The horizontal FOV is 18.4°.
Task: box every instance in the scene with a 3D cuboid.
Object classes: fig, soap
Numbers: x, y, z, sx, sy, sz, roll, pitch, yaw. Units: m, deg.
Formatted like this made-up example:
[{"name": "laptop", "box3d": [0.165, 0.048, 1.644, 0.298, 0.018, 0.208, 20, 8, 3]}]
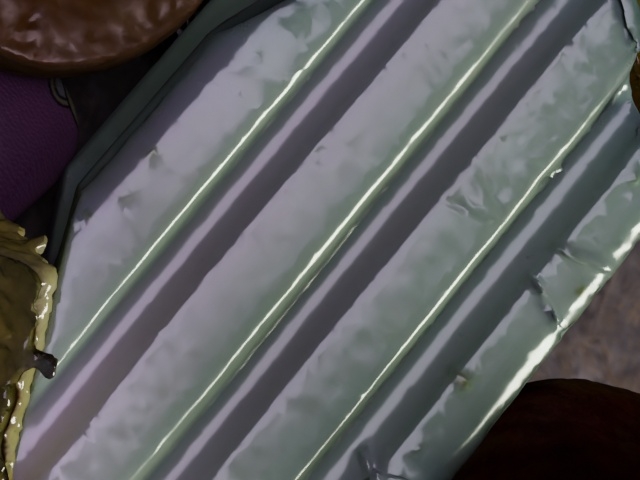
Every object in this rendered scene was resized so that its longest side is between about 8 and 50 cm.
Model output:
[{"name": "fig", "box3d": [0.160, 0.194, 1.142, 0.214, 0.235, 0.235, -40, 99, 17]}, {"name": "soap", "box3d": [0.000, 0.000, 1.100, 0.261, 0.156, 0.446, 41, 81, -14]}]

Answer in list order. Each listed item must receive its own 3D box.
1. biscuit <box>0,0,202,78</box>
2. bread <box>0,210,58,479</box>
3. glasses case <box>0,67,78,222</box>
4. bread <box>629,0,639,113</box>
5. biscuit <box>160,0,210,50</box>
[{"name": "biscuit", "box3d": [-0.217, -0.225, 1.088, 0.355, 0.052, 0.275, 22, 73, -20]}, {"name": "bread", "box3d": [-0.226, 0.099, 1.015, 0.178, 0.142, 0.266, 16, 104, 1]}, {"name": "glasses case", "box3d": [-0.269, -0.002, 1.083, 0.316, 0.076, 0.123, -44, 100, -19]}, {"name": "bread", "box3d": [0.283, -0.134, 1.304, 0.236, 0.070, 0.236, 3, 81, -20]}, {"name": "biscuit", "box3d": [-0.018, -0.156, 1.205, 0.194, 0.053, 0.194, 2, 83, -19]}]
